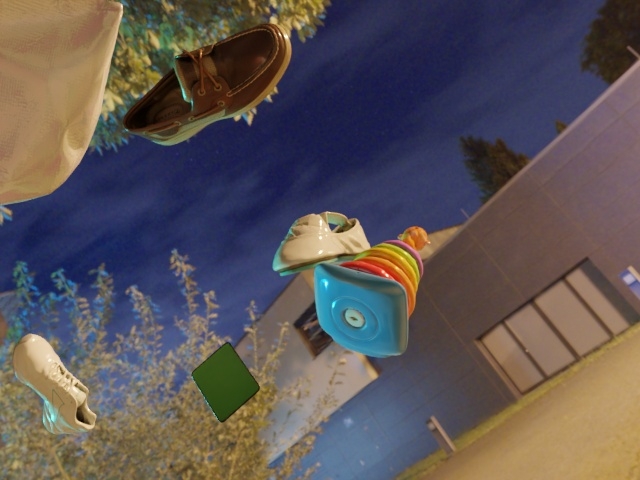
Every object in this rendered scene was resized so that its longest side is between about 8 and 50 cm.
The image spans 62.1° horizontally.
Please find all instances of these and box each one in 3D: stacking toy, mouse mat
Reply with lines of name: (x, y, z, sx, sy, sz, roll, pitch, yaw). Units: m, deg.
stacking toy: (0.129, 0.059, 0.998, 0.302, 0.175, 0.166, -46, -40, -46)
mouse mat: (-0.278, 0.408, 1.544, 0.152, 0.190, 0.007, -41, -31, -4)

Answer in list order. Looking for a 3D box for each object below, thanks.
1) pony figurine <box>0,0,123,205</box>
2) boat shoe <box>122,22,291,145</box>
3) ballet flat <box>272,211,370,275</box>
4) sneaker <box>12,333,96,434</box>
pony figurine: (-0.293, -0.035, 0.283, 0.302, 0.351, 0.363, 1, 2, -45)
boat shoe: (-0.211, -0.278, 0.948, 0.341, 0.123, 0.123, -23, -5, 22)
ballet flat: (0.000, 0.000, 1.220, 0.139, 0.139, 0.400, -43, -16, 22)
sneaker: (-0.321, 0.177, 0.656, 0.061, 0.152, 0.054, -3, 29, 20)
